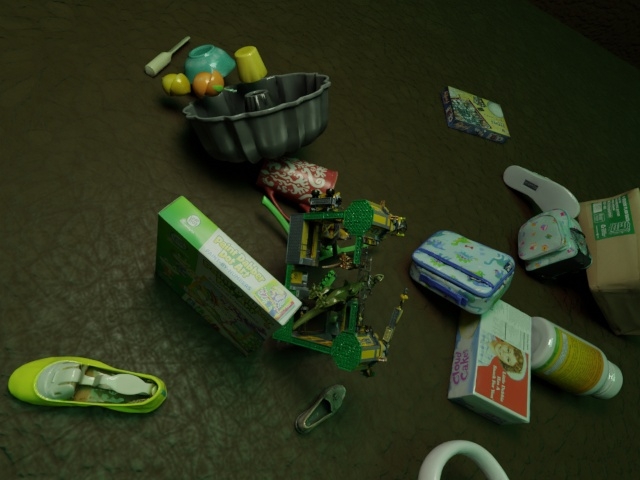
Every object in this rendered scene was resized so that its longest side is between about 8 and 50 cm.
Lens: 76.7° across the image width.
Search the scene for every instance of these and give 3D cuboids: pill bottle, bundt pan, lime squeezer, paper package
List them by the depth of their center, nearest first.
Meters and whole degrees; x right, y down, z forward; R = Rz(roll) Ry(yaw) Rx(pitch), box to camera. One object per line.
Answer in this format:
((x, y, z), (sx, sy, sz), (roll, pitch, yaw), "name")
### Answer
((-0.129, -0.274, 0.917), (0.331, 0.124, 0.330), (-9, 33, 6), "bundt pan")
((0.000, 0.000, 0.936), (0.311, 0.059, 0.109), (17, 65, -17), "lime squeezer")
((0.614, 0.302, 1.012), (0.246, 0.136, 0.136), (28, 55, -9), "pill bottle")
((0.903, 0.069, 1.194), (0.309, 0.168, 0.324), (42, 50, -32), "paper package")

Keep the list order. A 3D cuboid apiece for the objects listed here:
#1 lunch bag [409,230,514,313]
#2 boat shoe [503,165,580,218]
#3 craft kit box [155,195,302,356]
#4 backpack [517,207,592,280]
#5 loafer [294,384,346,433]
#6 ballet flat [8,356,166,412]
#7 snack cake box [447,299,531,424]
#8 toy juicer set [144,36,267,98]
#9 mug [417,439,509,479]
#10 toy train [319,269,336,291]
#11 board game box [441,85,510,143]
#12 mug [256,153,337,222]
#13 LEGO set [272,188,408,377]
((0.340, 0.071, 0.986), (0.176, 0.090, 0.219), (-31, 46, -32), "lunch bag")
((0.721, -0.156, 1.312), (0.088, 0.096, 0.267), (-3, 34, -38), "boat shoe")
((-0.175, 0.079, 0.700), (0.250, 0.246, 0.061), (41, 53, 2), "craft kit box")
((0.673, 0.000, 1.188), (0.144, 0.166, 0.188), (32, 51, -18), "backpack")
((0.007, 0.322, 0.777), (0.125, 0.039, 0.045), (-31, 78, -34), "loafer")
((-0.360, 0.224, 0.637), (0.231, 0.077, 0.077), (15, 58, -17), "ballet flat")
((0.408, 0.274, 0.961), (0.152, 0.089, 0.264), (29, 55, -9), "snack cake box")
((-0.303, -0.405, 0.990), (0.329, 0.089, 0.209), (28, 61, 34), "toy juicer set")
((0.274, 0.527, 0.651), (0.328, 0.276, 0.374), (5, 57, -33), "mug")
((0.012, 0.100, 0.916), (0.023, 0.017, 0.083), (46, 54, -8), "toy train")
((0.557, -0.452, 1.459), (0.243, 0.042, 0.165), (11, 59, -20), "board game box")
((-0.062, -0.130, 0.953), (0.169, 0.113, 0.150), (22, 54, -9), "mug")
((0.058, 0.080, 0.769), (0.192, 0.255, 0.331), (12, 74, -48), "LEGO set")
